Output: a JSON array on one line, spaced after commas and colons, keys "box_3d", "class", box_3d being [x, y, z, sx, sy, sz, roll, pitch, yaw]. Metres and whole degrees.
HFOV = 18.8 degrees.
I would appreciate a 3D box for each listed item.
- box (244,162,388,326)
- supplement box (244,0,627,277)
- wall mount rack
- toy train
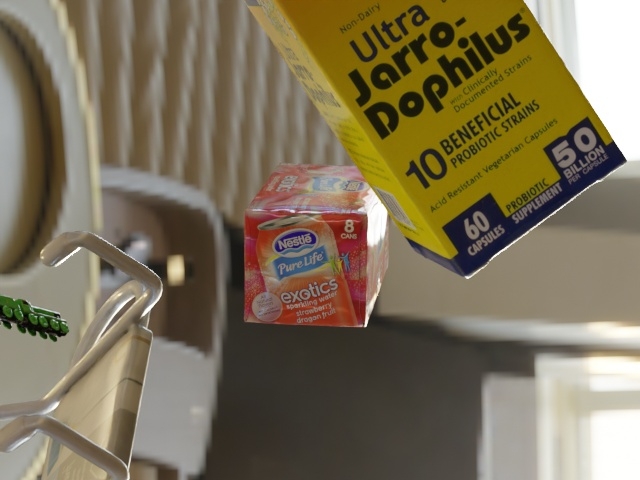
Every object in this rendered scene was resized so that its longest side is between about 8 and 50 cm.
[{"box_3d": [0.000, 0.000, 2.039, 0.257, 0.128, 0.123, -60, -28, -75], "class": "box"}, {"box_3d": [0.093, -0.171, 1.828, 0.357, 0.194, 0.195, 55, 175, -12], "class": "supplement box"}, {"box_3d": [-0.245, 0.160, 1.449, 0.130, 0.304, 0.350, 33, -146, -21], "class": "wall mount rack"}, {"box_3d": [-0.210, 0.055, 1.389, 0.083, 0.017, 0.024, 22, -145, -58], "class": "toy train"}]
